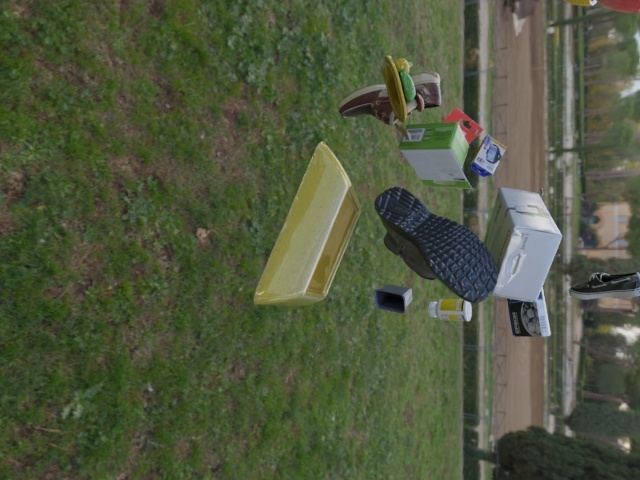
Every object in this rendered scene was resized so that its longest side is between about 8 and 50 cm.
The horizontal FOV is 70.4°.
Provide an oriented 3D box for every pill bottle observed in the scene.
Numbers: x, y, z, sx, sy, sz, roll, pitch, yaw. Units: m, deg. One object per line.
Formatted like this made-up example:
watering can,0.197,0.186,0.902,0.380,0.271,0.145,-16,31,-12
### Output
pill bottle,0.389,0.209,1.364,0.065,0.116,0.065,8,80,-57

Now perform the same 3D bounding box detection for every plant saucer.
plant saucer,0.000,0.000,0.976,0.333,0.081,0.332,40,72,-76

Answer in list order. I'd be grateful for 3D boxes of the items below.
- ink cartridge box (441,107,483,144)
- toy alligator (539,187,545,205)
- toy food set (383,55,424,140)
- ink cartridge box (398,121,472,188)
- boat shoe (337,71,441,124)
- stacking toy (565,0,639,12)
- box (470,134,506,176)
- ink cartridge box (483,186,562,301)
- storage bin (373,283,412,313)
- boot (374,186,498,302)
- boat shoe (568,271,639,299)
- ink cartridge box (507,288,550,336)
ink cartridge box,0.504,-0.374,1.770,0.189,0.232,0.066,22,40,-34
toy alligator,0.825,-0.101,1.714,0.056,0.051,0.189,-7,87,-72
toy food set,0.229,-0.395,1.218,0.128,0.071,0.218,-110,180,-61
ink cartridge box,0.410,-0.285,1.561,0.255,0.189,0.097,40,66,-47
boat shoe,0.217,-0.431,1.455,0.123,0.342,0.123,-3,86,-67
stacking toy,0.616,-0.613,0.969,0.351,0.480,0.350,-13,106,-50
box,0.574,-0.286,1.558,0.136,0.081,0.028,-59,-174,-17
ink cartridge box,0.416,0.003,0.961,0.219,0.093,0.160,-66,164,-60
storage bin,0.292,0.226,1.777,0.091,0.135,0.098,-28,117,-44
boot,0.262,0.036,1.032,0.118,0.338,0.222,-34,146,-4
boat shoe,0.860,0.131,1.379,0.078,0.219,0.070,-27,95,-32
ink cartridge box,0.758,0.256,1.703,0.208,0.045,0.206,139,-52,-71
